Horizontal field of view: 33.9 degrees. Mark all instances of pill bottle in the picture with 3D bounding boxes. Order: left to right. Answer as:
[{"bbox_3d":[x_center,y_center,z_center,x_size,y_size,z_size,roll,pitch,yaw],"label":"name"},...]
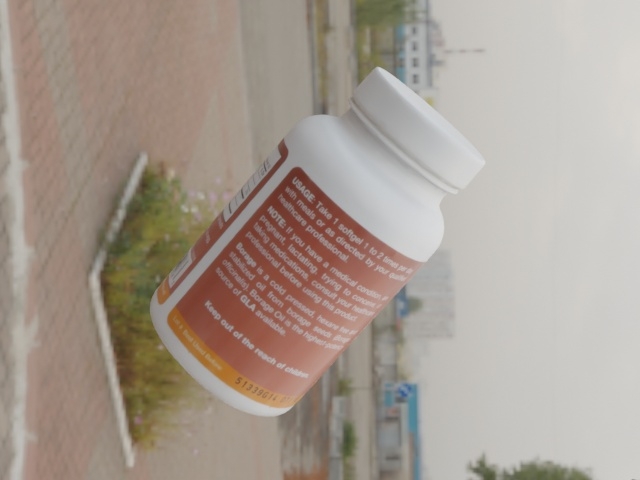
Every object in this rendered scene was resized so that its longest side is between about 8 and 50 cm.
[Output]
[{"bbox_3d":[0.000,0.000,0.675,0.216,0.121,0.121,-48,-173,14],"label":"pill bottle"}]

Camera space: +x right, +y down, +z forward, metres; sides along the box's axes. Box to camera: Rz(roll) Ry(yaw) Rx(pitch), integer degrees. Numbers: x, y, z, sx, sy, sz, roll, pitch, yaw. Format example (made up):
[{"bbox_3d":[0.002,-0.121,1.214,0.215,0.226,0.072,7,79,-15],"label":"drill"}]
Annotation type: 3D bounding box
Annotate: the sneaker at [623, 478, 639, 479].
[{"bbox_3d":[0.051,0.171,0.330,0.086,0.229,0.132,49,22,-34],"label":"sneaker"}]
